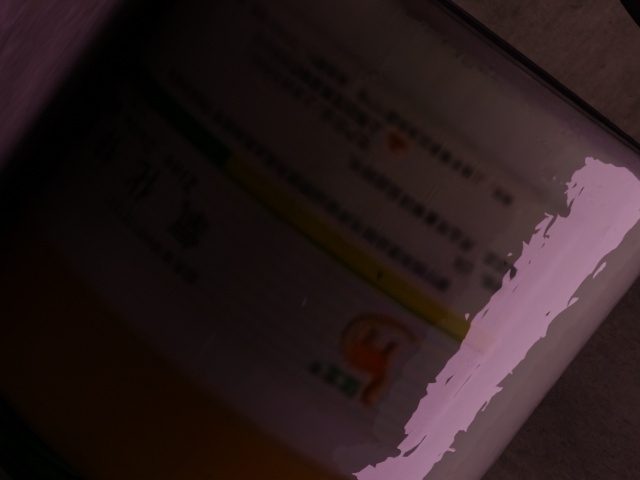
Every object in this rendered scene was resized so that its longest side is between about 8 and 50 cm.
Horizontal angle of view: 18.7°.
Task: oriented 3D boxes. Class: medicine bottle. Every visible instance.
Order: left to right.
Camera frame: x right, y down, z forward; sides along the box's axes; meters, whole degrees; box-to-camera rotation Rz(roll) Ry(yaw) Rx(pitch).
[{"bbox_3d":[0.000,0.000,0.836,0.232,0.238,0.238,-54,-179,9],"label":"medicine bottle"}]

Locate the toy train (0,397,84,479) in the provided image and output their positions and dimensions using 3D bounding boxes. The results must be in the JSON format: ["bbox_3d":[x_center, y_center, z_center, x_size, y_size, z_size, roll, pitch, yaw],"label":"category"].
[{"bbox_3d":[-0.113,0.164,0.775,0.145,0.266,0.202,-53,171,6],"label":"toy train"}]

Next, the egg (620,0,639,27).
[{"bbox_3d":[0.205,-0.147,0.795,0.176,0.176,0.232,-53,-174,-9],"label":"egg"}]
